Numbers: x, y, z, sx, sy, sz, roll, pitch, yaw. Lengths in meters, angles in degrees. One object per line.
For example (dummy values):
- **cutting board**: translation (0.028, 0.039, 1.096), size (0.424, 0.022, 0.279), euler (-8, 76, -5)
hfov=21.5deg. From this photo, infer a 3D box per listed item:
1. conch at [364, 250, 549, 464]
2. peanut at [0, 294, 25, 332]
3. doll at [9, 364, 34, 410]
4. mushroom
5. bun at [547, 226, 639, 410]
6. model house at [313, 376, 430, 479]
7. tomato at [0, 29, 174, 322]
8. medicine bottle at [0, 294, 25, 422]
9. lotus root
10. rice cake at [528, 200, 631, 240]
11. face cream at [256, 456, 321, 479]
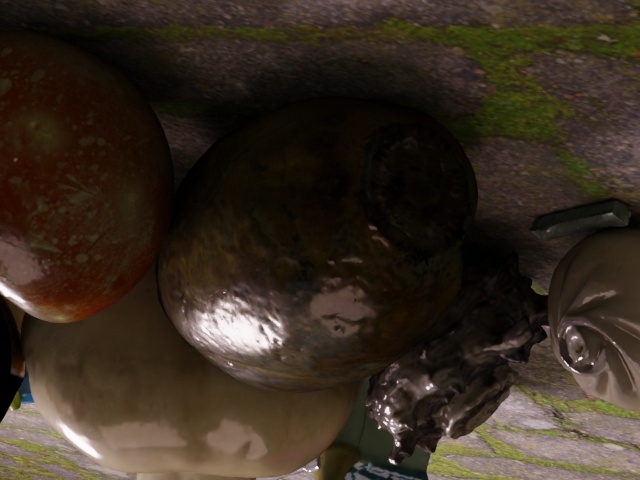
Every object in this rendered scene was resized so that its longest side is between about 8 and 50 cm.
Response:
- **conch**: translation (0.128, 0.120, 1.698), size (0.186, 0.241, 0.313), euler (34, 171, -12)
- **peanut**: translation (-0.318, 0.065, 2.025), size (0.143, 0.159, 0.291), euler (54, 162, 6)
- **doll**: translation (-0.327, 0.151, 2.223), size (0.341, 0.099, 0.346), euler (-14, -173, -16)
- **mushroom**: translation (-0.122, 0.136, 1.728), size (0.353, 0.353, 0.325), euler (25, 160, -27)
- **bun**: translation (0.272, 0.078, 1.534), size (0.120, 0.173, 0.173), euler (-26, -175, -31)
- **model house**: translation (0.042, 0.278, 2.092), size (0.194, 0.325, 0.267), euler (15, 162, -6)
- **tomato**: translation (-0.249, -0.066, 1.464), size (0.270, 0.223, 0.270), euler (37, 174, 4)
- **medicine bottle**: translation (-0.433, 0.142, 1.801), size (0.242, 0.243, 0.395), euler (16, 167, -3)
- **lotus root**: translation (0.000, 0.000, 1.459), size (0.250, 0.250, 0.346), euler (22, 158, -20)
- **rice cake**: translation (0.235, -0.017, 1.537), size (0.022, 0.022, 0.121), euler (35, 156, -23)
- **face cream**: translation (-0.064, 0.193, 2.056), size (0.137, 0.235, 0.420), euler (3, 163, -17)
